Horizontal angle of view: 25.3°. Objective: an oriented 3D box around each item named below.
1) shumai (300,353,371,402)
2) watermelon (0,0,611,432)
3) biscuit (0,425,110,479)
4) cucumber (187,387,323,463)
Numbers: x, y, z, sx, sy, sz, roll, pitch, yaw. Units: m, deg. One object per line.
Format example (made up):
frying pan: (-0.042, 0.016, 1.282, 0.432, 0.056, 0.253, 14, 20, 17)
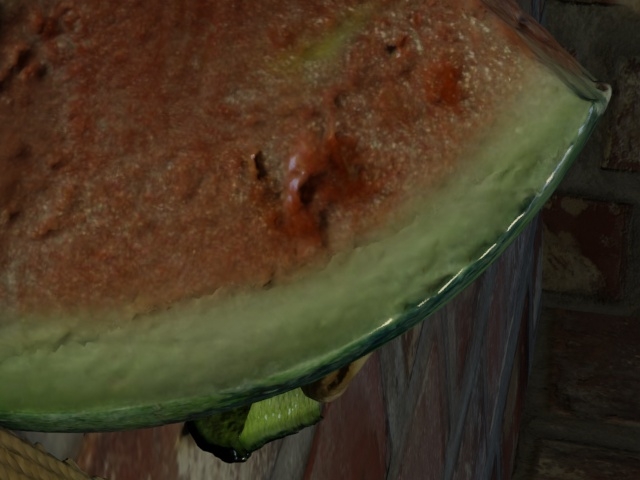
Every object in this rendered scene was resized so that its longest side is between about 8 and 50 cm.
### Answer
shumai: (0.000, 0.000, 0.874, 0.201, 0.120, 0.201, -156, -90, -89)
watermelon: (-0.036, -0.047, 0.594, 0.292, 0.283, 0.250, 54, 21, -32)
biscuit: (-0.117, 0.109, 0.430, 0.144, 0.078, 0.426, 53, -4, 22)
cucumber: (-0.039, 0.095, 0.932, 0.220, 0.046, 0.070, -1, 94, -78)
